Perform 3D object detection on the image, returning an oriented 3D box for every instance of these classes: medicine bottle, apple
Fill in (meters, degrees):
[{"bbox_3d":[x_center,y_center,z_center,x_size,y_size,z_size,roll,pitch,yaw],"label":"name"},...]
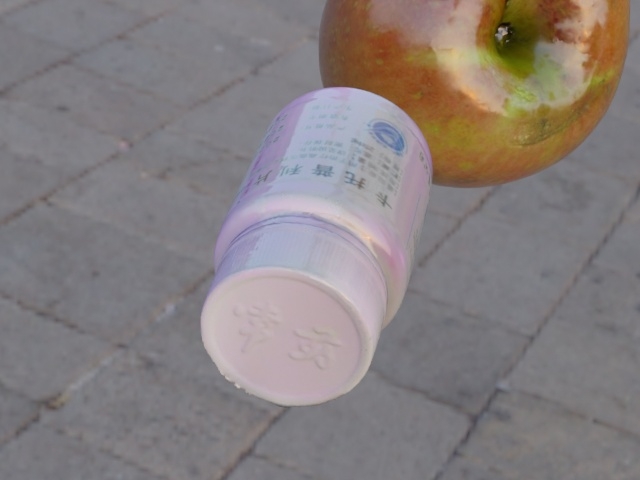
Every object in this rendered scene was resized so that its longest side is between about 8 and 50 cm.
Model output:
[{"bbox_3d":[0.000,0.000,1.134,0.152,0.152,0.254,14,35,3],"label":"medicine bottle"},{"bbox_3d":[0.160,-0.225,1.616,0.339,0.340,0.340,9,28,-5],"label":"apple"}]
